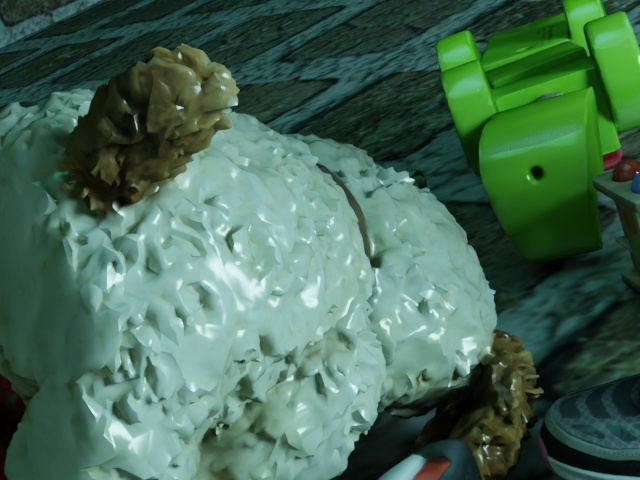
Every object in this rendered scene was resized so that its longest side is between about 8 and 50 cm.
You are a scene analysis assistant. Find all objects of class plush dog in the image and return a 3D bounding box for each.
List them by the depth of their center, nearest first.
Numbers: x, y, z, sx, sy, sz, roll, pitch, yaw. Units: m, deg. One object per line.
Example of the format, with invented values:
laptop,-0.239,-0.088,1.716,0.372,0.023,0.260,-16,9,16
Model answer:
plush dog,-0.029,0.015,0.536,0.225,0.210,0.262,-2,43,-48

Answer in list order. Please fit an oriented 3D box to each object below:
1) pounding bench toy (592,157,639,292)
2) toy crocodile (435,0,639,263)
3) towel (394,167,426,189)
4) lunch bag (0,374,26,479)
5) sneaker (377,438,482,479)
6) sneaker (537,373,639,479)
pounding bench toy,0.183,-0.017,0.653,0.083,0.065,0.052,-22,19,-6
toy crocodile,0.141,-0.084,0.851,0.115,0.105,0.340,-18,15,10
towel,0.000,0.000,0.856,0.110,0.027,0.148,-10,23,30
lunch bag,-0.233,0.131,0.599,0.258,0.120,0.293,-18,19,8
sneaker,-0.033,0.150,0.384,0.145,0.090,0.270,-11,24,20
sneaker,0.158,0.044,0.499,0.170,0.074,0.063,-14,20,20
